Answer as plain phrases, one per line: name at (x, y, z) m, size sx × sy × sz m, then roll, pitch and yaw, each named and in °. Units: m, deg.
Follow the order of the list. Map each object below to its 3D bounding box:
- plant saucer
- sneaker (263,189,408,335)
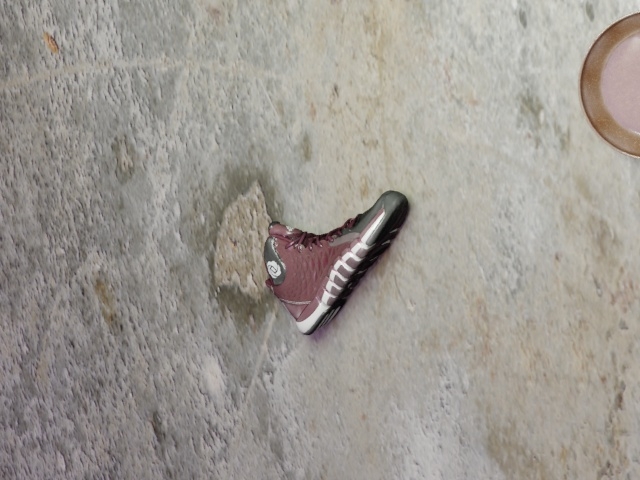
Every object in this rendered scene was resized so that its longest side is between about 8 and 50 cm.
plant saucer at (0.441, -0.205, 1.545) m, size 0.198 × 0.036 × 0.198 m, roll 6°, pitch 106°, yaw 23°
sneaker at (0.000, 0.000, 1.772) m, size 0.162 × 0.106 × 0.281 m, roll 43°, pitch 117°, yaw 14°
